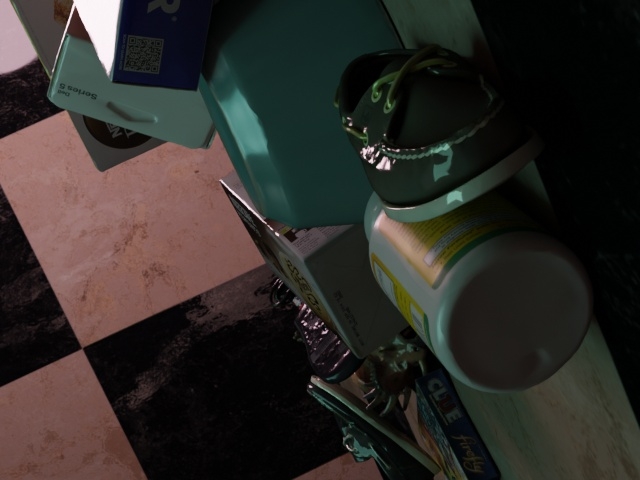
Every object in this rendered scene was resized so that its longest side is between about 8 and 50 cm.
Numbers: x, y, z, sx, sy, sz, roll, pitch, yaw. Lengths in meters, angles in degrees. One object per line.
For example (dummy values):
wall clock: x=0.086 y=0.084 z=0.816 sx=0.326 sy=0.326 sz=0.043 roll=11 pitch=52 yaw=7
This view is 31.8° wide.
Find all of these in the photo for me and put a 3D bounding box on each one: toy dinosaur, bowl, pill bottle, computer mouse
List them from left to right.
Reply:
bowl: x=-0.020 y=-0.134 z=1.097 sx=0.311 sy=0.163 sz=0.311 roll=63 pitch=173 yaw=14
computer mouse: x=0.036 y=0.081 z=1.579 sx=0.060 sy=0.184 sz=0.262 roll=30 pitch=-167 yaw=-34
toy dinosaur: x=0.091 y=0.188 z=1.687 sx=0.200 sy=0.127 sz=0.296 roll=42 pitch=174 yaw=26
pill bottle: x=0.104 y=0.017 z=0.837 sx=0.117 sy=0.117 sz=0.208 roll=68 pitch=173 yaw=-25

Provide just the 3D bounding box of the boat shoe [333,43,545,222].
boat shoe: x=0.068 y=-0.085 z=0.787 sx=0.091 sy=0.109 sz=0.305 roll=61 pitch=179 yaw=-12

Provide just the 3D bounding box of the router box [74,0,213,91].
router box: x=-0.157 y=-0.348 z=1.059 sx=0.301 sy=0.082 sz=0.335 roll=-125 pitch=43 yaw=-59

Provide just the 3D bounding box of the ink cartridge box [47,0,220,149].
ink cartridge box: x=-0.195 y=-0.264 z=1.351 sx=0.115 sy=0.198 sz=0.273 roll=122 pitch=159 yaw=-47

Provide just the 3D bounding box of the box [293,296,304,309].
box: x=0.012 y=0.052 z=1.714 sx=0.027 sy=0.137 sz=0.094 roll=36 pitch=180 yaw=-14

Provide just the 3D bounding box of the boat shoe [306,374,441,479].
boat shoe: x=0.065 y=0.286 z=1.645 sx=0.233 sy=0.079 sz=0.084 roll=39 pitch=-176 yaw=9

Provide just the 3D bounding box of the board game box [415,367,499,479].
board game box: x=0.190 y=0.294 z=1.583 sx=0.243 sy=0.042 sz=0.165 roll=77 pitch=166 yaw=-65

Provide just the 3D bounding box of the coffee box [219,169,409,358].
coffee box: x=0.000 y=0.000 z=1.447 sx=0.297 sy=0.119 sz=0.168 roll=42 pitch=163 yaw=57

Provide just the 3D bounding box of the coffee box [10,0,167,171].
coffee box: x=-0.329 y=-0.376 z=1.967 sx=0.338 sy=0.334 sz=0.338 roll=-126 pitch=12 yaw=-61
